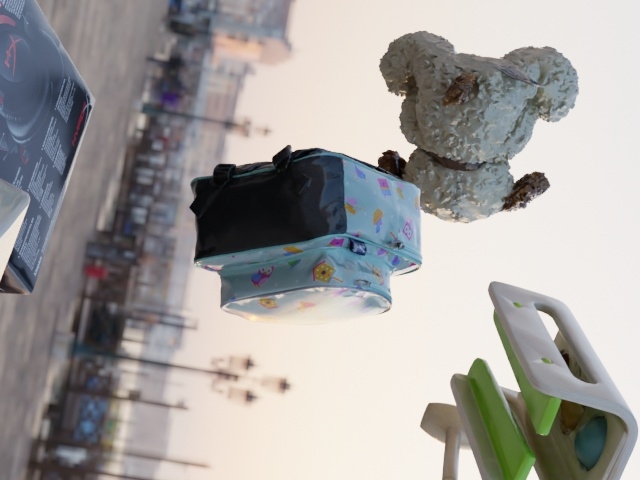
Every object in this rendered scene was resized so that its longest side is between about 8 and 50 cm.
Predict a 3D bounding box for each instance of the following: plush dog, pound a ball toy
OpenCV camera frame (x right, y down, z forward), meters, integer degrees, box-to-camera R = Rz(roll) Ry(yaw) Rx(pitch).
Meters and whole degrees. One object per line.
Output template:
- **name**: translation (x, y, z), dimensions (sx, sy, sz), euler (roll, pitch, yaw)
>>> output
- **plush dog**: translation (0.186, -0.126, 1.829), dimensions (0.210, 0.262, 0.225), euler (-62, 157, -60)
- **pound a ball toy**: translation (0.212, 0.185, 1.459), dimensions (0.319, 0.135, 0.208), euler (-99, -152, -72)

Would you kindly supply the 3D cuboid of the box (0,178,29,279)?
- **box**: translation (-0.297, 0.060, 0.908), dimensions (0.232, 0.126, 0.149), euler (-61, -179, 36)

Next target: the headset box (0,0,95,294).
- **headset box**: translation (-0.312, -0.122, 1.183), dimensions (0.293, 0.110, 0.218), euler (65, 31, -54)

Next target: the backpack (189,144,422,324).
- **backpack**: translation (0.000, 0.000, 1.247), dimensions (0.188, 0.166, 0.144), euler (3, 76, -55)
